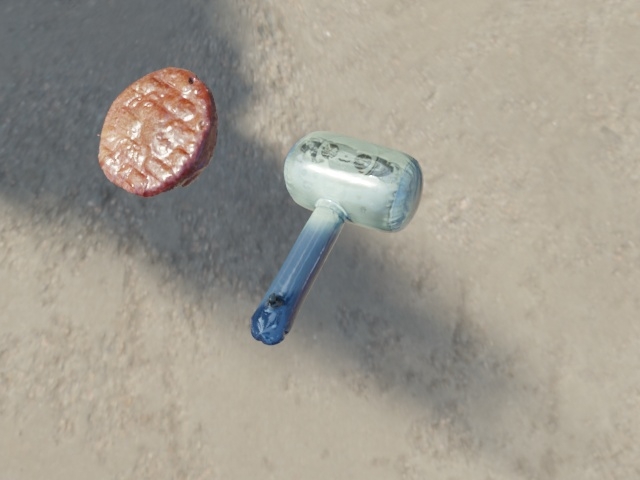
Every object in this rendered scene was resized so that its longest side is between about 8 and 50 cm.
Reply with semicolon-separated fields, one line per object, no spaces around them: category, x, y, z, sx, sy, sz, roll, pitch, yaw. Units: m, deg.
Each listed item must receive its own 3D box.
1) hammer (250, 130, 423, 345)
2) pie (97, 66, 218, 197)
hammer;0.000;0.000;0.791;0.116;0.194;0.070;18;152;22
pie;-0.214;-0.143;1.323;0.182;0.182;0.049;-39;151;9
